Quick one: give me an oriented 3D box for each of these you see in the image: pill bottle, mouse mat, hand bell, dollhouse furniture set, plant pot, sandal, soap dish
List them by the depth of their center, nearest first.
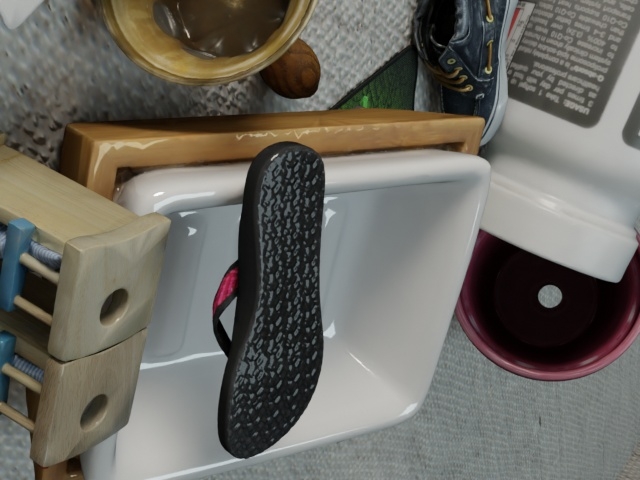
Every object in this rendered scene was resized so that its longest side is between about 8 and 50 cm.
[{"bbox_3d":[-0.189,0.042,0.600,0.184,0.129,0.129,-23,133,-54],"label":"dollhouse furniture set"},{"bbox_3d":[-0.031,0.032,0.697,0.067,0.040,0.179,-6,106,-45],"label":"sandal"},{"bbox_3d":[-0.037,-0.129,0.787,0.126,0.126,0.242,-63,167,-1],"label":"hand bell"},{"bbox_3d":[-0.043,0.025,0.793,0.291,0.118,0.228,-7,121,-38],"label":"soap dish"},{"bbox_3d":[0.036,-0.056,1.057,0.152,0.007,0.189,-43,148,-35],"label":"mouse mat"},{"bbox_3d":[0.267,-0.160,1.151,0.210,0.210,0.362,6,109,-62],"label":"pill bottle"},{"bbox_3d":[0.242,0.052,1.343,0.201,0.201,0.180,-62,169,-3],"label":"plant pot"}]

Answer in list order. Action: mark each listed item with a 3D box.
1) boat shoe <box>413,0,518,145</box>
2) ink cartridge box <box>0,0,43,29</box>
[{"bbox_3d":[0.113,-0.151,1.056,0.083,0.065,0.183,-28,135,-37],"label":"boat shoe"},{"bbox_3d":[-0.122,-0.198,0.581,0.180,0.060,0.104,-52,152,-22],"label":"ink cartridge box"}]
